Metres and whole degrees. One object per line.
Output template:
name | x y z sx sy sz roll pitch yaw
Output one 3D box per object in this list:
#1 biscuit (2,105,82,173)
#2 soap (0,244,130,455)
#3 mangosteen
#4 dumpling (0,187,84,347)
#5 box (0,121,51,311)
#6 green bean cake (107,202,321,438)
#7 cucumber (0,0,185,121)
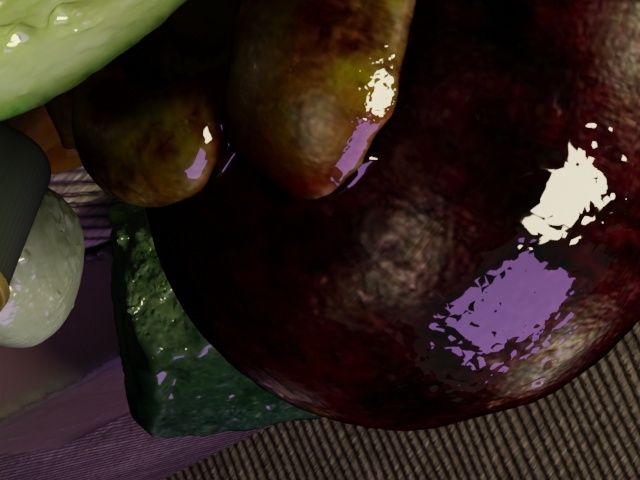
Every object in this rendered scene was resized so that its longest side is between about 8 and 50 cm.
biscuit | -0.110 -0.092 1.027 0.174 0.039 0.183 -16 167 -45
soap | -0.218 0.109 1.582 0.296 0.107 0.285 -28 169 20
mangosteen | 0.024 -0.070 0.825 0.347 0.306 0.307 21 143 -32
dumpling | -0.217 -0.003 1.080 0.108 0.153 0.219 -50 171 -6
box | -0.237 -0.005 0.883 0.144 0.090 0.201 29 145 -17
green bean cake | 0.000 0.000 1.265 0.300 0.169 0.308 -6 150 -13
cucumber | -0.110 -0.132 0.605 0.191 0.130 0.191 -27 171 -4
